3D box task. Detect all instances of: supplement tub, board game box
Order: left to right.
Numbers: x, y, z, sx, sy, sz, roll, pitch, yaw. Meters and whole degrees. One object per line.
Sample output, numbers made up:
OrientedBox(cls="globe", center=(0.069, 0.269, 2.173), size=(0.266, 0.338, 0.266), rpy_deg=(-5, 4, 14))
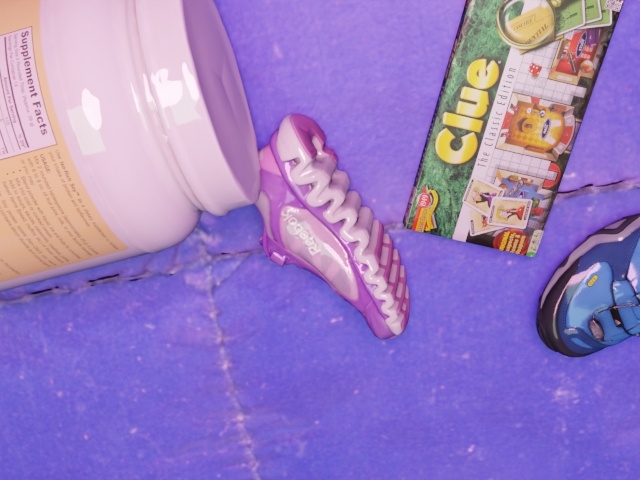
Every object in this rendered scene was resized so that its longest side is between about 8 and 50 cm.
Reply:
OrientedBox(cls="supplement tub", center=(-0.237, -0.087, 0.698), size=(0.331, 0.241, 0.241), rpy_deg=(-14, 110, 6))
OrientedBox(cls="board game box", center=(0.175, -0.117, 0.793), size=(0.136, 0.030, 0.260), rpy_deg=(13, 111, -2))

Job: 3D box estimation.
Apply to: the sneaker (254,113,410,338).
OrientedBox(cls="sneaker", center=(0.000, 0.000, 0.813), size=(0.104, 0.095, 0.236), rpy_deg=(-29, 103, 18))

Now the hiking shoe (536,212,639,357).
OrientedBox(cls="hiking shoe", center=(0.345, 0.028, 0.789), size=(0.304, 0.132, 0.113), rpy_deg=(-31, 108, 12))
